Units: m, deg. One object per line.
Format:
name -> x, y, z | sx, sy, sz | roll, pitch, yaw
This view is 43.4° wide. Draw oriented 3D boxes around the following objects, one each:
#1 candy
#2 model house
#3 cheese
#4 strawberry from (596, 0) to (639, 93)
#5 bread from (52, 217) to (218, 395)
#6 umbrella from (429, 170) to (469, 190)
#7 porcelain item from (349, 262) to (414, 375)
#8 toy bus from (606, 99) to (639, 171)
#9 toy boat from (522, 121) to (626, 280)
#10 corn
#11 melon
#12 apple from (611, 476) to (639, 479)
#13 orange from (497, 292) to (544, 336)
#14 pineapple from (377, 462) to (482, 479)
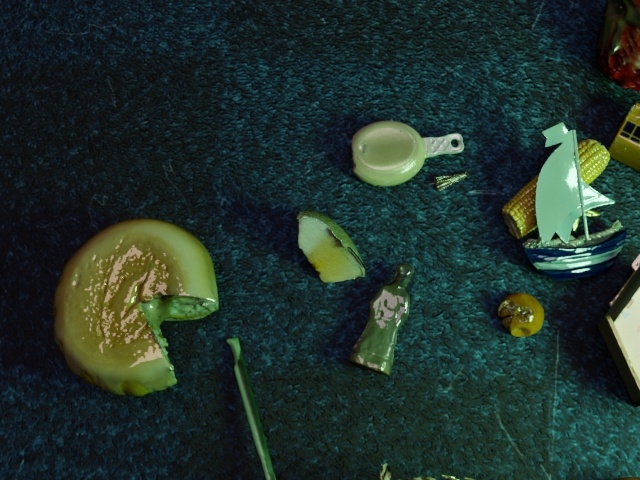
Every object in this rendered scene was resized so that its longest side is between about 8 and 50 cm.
candy -> -0.103, 0.377, 1.454 | 0.119, 0.119, 0.440 | -17, 64, -2
model house -> 0.647, 0.204, 1.427 | 0.326, 0.169, 0.244 | 36, 85, 15
cheese -> 0.174, -0.181, 1.620 | 0.227, 0.064, 0.137 | -8, 74, 0
strawberry -> 0.698, -0.419, 1.545 | 0.309, 0.292, 0.292 | 13, 74, 8
bread -> -0.344, 0.121, 1.504 | 0.333, 0.160, 0.333 | -1, 70, 3
umbrella -> 0.259, -0.122, 1.620 | 0.083, 0.020, 0.031 | -14, 73, -7
porcelain item -> 0.123, 0.142, 1.516 | 0.081, 0.069, 0.216 | 16, 75, 13
toy bus -> 0.673, -0.175, 1.568 | 0.201, 0.098, 0.114 | 30, 77, 12
toy boat -> 0.468, -0.074, 1.502 | 0.220, 0.067, 0.291 | -11, 99, -13
corn -> 0.456, -0.105, 1.568 | 0.248, 0.081, 0.081 | -39, 74, -8
melon -> 0.002, -0.004, 1.556 | 0.093, 0.202, 0.139 | -32, 37, 12
apple -> 0.536, 0.469, 1.355 | 0.146, 0.146, 0.147 | -1, 72, 3
orange -> 0.379, 0.137, 1.506 | 0.086, 0.062, 0.086 | 0, 72, 0
pineapple -> 0.201, 0.530, 1.246 | 0.300, 0.352, 0.352 | 4, 73, 4
